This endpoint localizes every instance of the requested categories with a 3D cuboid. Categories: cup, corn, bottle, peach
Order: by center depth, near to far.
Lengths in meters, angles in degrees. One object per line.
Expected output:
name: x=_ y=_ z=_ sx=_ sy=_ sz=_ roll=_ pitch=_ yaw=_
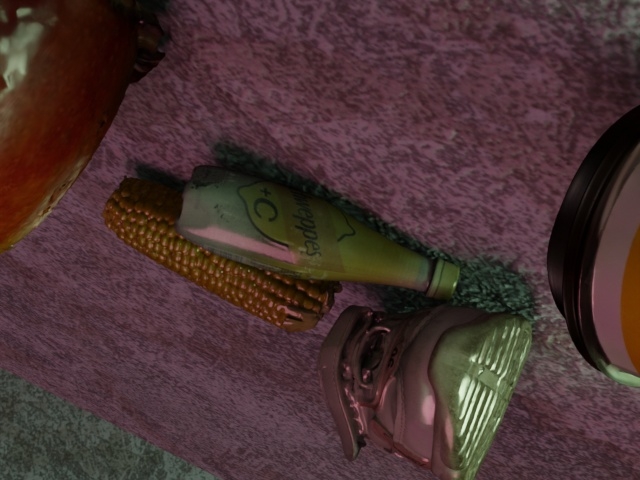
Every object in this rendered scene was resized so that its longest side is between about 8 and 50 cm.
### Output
cup: x=0.272 y=0.028 z=0.601 sx=0.280 sy=0.196 sz=0.196 roll=30 pitch=167 yaw=51
peach: x=-0.324 y=-0.132 z=0.868 sx=0.339 sy=0.353 sz=0.416 roll=30 pitch=125 yaw=-31
bottle: x=0.000 y=0.000 z=1.049 sx=0.270 sy=0.083 sz=0.083 roll=16 pitch=157 yaw=-2
corn: x=-0.103 y=0.012 z=1.163 sx=0.260 sy=0.091 sz=0.091 roll=27 pitch=159 yaw=5

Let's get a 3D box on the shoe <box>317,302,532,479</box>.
shoe: x=0.089 y=0.149 z=1.127 sx=0.198 sy=0.172 sz=0.351 roll=22 pitch=162 yaw=13
